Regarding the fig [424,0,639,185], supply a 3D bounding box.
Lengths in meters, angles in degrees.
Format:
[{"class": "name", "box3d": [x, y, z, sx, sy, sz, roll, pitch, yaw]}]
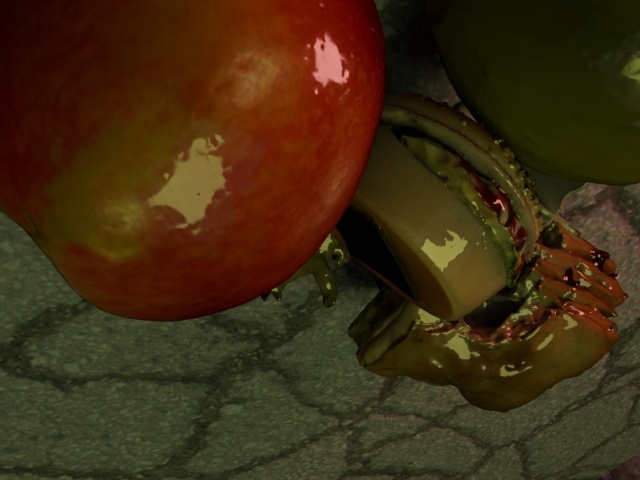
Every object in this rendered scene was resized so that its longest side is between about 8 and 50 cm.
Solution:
[{"class": "fig", "box3d": [0.283, -0.224, 0.756, 0.344, 0.343, 0.343, -13, 138, -12]}]

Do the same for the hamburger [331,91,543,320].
[{"class": "hamburger", "box3d": [0.120, -0.044, 0.830, 0.176, 0.300, 0.300, -47, 140, -10]}]

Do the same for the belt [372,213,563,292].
[{"class": "belt", "box3d": [0.257, 0.029, 1.185, 0.360, 0.094, 0.126, -10, 142, -13]}]

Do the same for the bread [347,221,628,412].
[{"class": "bread", "box3d": [0.267, 0.127, 1.078, 0.370, 0.191, 0.314, 13, 133, -35]}]

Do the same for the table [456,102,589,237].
[{"class": "table", "box3d": [0.255, -0.078, 0.967, 0.167, 0.198, 0.166, -16, 130, -20]}]

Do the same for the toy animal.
[{"class": "toy animal", "box3d": [0.000, 0.000, 1.017, 0.101, 0.103, 0.218, 24, 106, -15]}]

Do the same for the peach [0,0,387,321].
[{"class": "peach", "box3d": [-0.122, -0.124, 0.646, 0.389, 0.388, 0.388, -13, 138, -12]}]
